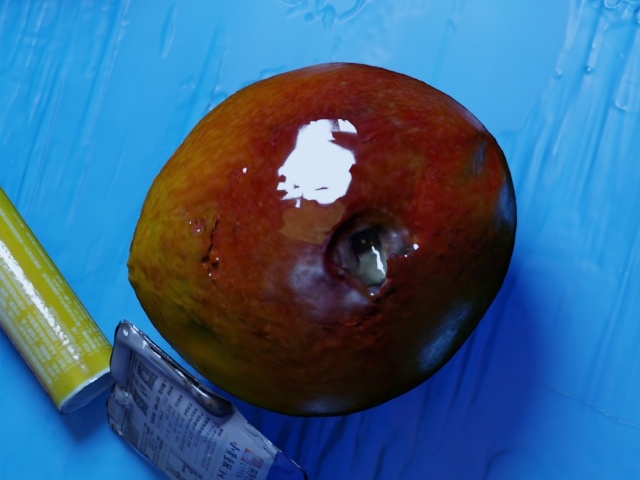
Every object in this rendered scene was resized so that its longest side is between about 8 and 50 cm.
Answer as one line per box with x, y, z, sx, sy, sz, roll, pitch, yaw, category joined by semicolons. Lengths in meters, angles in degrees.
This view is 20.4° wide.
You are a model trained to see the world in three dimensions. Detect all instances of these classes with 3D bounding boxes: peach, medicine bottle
0.000;0.000;1.198;0.281;0.281;0.238;-9;85;12;peach
-0.232;0.026;1.350;0.074;0.074;0.218;-38;79;7;medicine bottle

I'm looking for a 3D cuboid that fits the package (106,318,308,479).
-0.087;0.149;1.267;0.173;0.171;0.027;37;58;12;package
